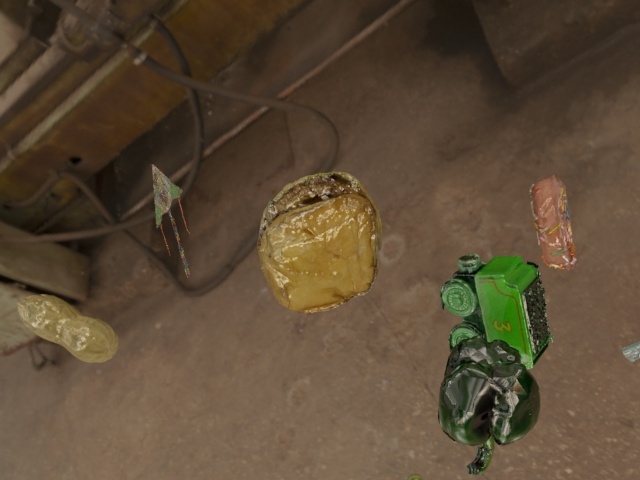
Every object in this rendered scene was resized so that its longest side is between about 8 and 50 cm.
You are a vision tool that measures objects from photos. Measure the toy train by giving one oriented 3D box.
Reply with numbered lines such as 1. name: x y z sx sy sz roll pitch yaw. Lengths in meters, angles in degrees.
1. toy train: 0.359 0.145 1.420 0.188 0.132 0.243 -4 109 39

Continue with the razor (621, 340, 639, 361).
1. razor: 0.505 0.250 0.900 0.111 0.056 0.278 -35 64 36

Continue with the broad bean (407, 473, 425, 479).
1. broad bean: 0.234 0.590 1.635 0.063 0.083 0.045 -28 20 20

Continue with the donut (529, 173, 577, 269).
1. donut: 0.553 -0.038 1.641 0.085 0.199 0.232 -11 95 20

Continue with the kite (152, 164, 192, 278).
1. kite: -0.294 -0.043 1.380 0.198 0.006 0.244 -32 76 56

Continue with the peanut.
1. peanut: -0.437 0.150 1.198 0.082 0.187 0.082 -52 13 18

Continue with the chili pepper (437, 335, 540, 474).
1. chili pepper: 0.295 0.305 1.266 0.174 0.261 0.165 -8 34 -6

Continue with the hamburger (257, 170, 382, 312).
1. hamburger: 0.001 0.001 1.384 0.144 0.260 0.283 -114 21 -48
